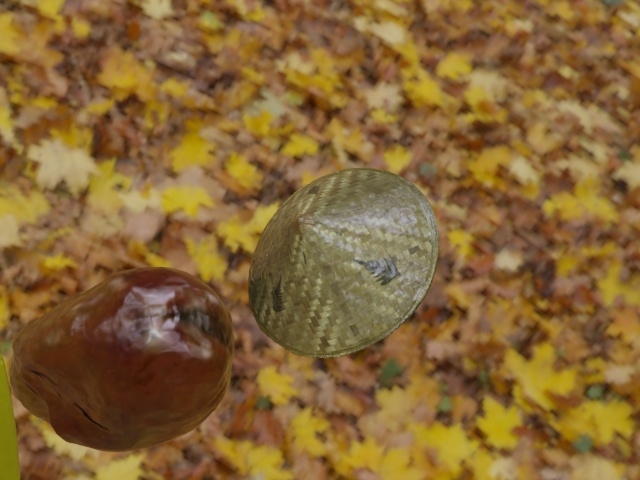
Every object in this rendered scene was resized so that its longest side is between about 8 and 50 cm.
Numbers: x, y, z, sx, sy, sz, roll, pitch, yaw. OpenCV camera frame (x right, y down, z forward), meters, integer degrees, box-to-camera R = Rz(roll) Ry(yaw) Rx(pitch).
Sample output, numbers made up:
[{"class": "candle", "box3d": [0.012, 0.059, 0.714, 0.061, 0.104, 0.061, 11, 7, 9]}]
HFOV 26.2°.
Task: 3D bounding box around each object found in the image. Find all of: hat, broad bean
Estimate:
[{"class": "hat", "box3d": [0.000, 0.000, 0.920, 0.067, 0.146, 0.146, 44, 18, -52]}, {"class": "broad bean", "box3d": [-0.159, 0.100, 1.088, 0.156, 0.228, 0.122, 15, 56, -39]}]

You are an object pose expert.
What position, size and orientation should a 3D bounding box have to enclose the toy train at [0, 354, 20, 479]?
[{"class": "toy train", "box3d": [-0.199, 0.082, 0.483, 0.127, 0.219, 0.089, -14, 97, -65]}]
